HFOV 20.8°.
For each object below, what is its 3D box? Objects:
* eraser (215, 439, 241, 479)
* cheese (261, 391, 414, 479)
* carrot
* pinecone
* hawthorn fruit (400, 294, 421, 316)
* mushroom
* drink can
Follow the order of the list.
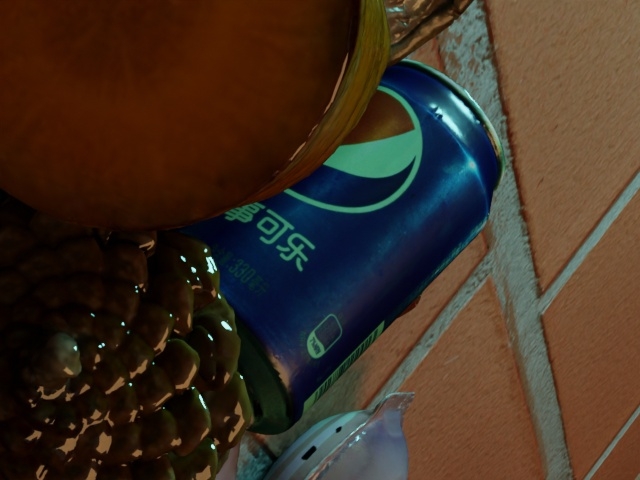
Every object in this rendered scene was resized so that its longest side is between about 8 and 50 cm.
[{"bbox_3d":[-0.181,0.243,0.801,0.359,0.122,0.272,-49,154,-44],"label":"eraser"},{"bbox_3d":[-0.020,0.224,1.276,0.286,0.074,0.189,-55,159,12],"label":"cheese"},{"bbox_3d":[-0.039,-0.088,0.677,0.159,0.159,0.225,-59,169,11],"label":"carrot"},{"bbox_3d":[-0.105,0.054,0.711,0.173,0.173,0.173,-45,157,-24],"label":"pinecone"},{"bbox_3d":[0.028,0.018,1.062,0.077,0.077,0.077,-45,157,-24],"label":"hawthorn fruit"},{"bbox_3d":[0.039,-0.137,0.873,0.123,0.052,0.123,-38,156,-20],"label":"mushroom"},{"bbox_3d":[0.000,0.000,0.909,0.205,0.118,0.118,-44,157,-28],"label":"drink can"}]
